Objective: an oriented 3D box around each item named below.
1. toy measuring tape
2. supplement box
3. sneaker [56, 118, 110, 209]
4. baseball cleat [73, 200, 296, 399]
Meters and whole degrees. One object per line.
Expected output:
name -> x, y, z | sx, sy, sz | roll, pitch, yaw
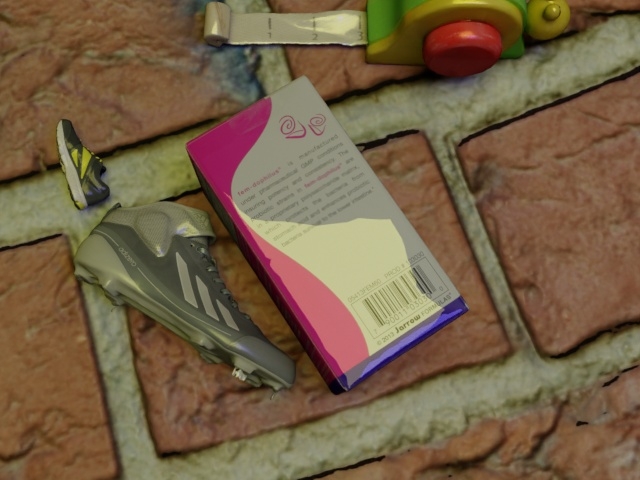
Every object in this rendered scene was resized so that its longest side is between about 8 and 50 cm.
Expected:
toy measuring tape -> 0.060, -0.208, 0.652 | 0.331, 0.121, 0.121 | 1, 75, -3
supplement box -> 0.000, 0.000, 0.594 | 0.111, 0.114, 0.220 | -32, 80, -10
sneaker -> -0.206, -0.067, 0.646 | 0.035, 0.031, 0.083 | -14, 80, -21
baseball cleat -> -0.094, 0.035, 0.601 | 0.206, 0.072, 0.109 | 31, 69, 1
